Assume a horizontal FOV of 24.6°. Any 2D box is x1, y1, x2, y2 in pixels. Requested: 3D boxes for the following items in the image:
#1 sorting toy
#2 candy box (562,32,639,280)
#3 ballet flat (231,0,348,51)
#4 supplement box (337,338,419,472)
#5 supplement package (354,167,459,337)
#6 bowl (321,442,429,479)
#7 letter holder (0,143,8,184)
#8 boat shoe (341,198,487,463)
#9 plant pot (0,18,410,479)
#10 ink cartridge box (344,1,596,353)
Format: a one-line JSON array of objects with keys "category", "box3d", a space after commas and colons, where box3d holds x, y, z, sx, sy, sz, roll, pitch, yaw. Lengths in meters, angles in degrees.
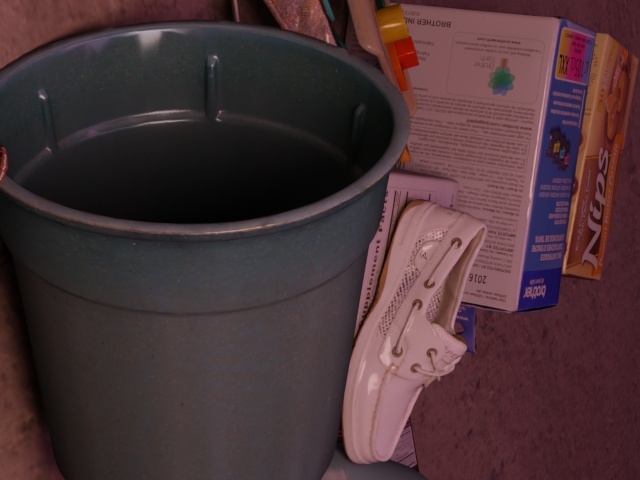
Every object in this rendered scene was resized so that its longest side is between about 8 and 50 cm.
[{"category": "sorting toy", "box3d": [0.067, -0.243, 1.561, 0.196, 0.047, 0.347, 47, 29, -67]}, {"category": "candy box", "box3d": [0.340, -0.109, 1.963, 0.183, 0.088, 0.316, 10, 91, -64]}, {"category": "ballet flat", "box3d": [-0.023, -0.195, 1.488, 0.107, 0.106, 0.316, -111, 176, -63]}, {"category": "supplement box", "box3d": [0.042, 0.198, 1.733, 0.081, 0.104, 0.188, -17, 98, -60]}, {"category": "supplement package", "box3d": [0.000, 0.000, 1.544, 0.293, 0.178, 0.175, 1, 100, -63]}, {"category": "bowl", "box3d": [-0.031, 0.326, 1.521, 0.163, 0.312, 0.311, 47, 56, -36]}, {"category": "letter holder", "box3d": [-0.310, -0.099, 0.754, 0.214, 0.302, 0.152, -66, 151, -26]}, {"category": "boat shoe", "box3d": [0.099, 0.099, 1.475, 0.098, 0.096, 0.277, 20, 86, -63]}, {"category": "plant pot", "box3d": [-0.106, 0.038, 1.221, 0.341, 0.341, 0.334, -46, 147, -48]}, {"category": "ink cartridge box", "box3d": [0.150, -0.069, 1.715, 0.151, 0.270, 0.395, 2, 98, -60]}]
